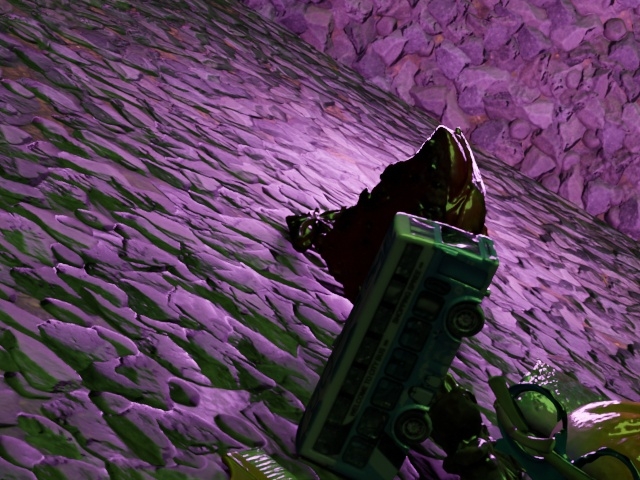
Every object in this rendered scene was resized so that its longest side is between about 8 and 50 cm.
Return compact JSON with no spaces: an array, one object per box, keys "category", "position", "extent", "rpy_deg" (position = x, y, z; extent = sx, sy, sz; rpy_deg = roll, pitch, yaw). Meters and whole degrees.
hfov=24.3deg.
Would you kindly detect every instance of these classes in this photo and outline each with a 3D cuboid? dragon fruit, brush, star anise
[{"category":"dragon fruit","position":[0.206,0.034,2.202],"extent":[0.329,0.286,0.228],"rpy_deg":[38,8,-49]},{"category":"brush","position":[-0.092,0.250,1.439],"extent":[0.103,0.013,0.272],"rpy_deg":[36,18,22]},{"category":"star anise","position":[0.000,0.000,2.283],"extent":[0.097,0.070,0.190],"rpy_deg":[-1,23,-6]},{"category":"star anise","position":[0.184,0.255,1.755],"extent":[0.262,0.081,0.230],"rpy_deg":[55,-2,-38]}]

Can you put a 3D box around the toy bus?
[{"category":"toy bus","position":[0.085,0.121,1.630],"extent":[0.131,0.297,0.106],"rpy_deg":[22,16,-5]}]

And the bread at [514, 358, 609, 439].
[{"category":"bread","position":[0.351,0.239,2.156],"extent":[0.232,0.064,0.172],"rpy_deg":[19,21,-37]}]

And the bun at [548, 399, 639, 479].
[{"category":"bun","position":[0.450,0.303,1.946],"extent":[0.299,0.165,0.299],"rpy_deg":[28,17,-9]}]

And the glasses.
[{"category":"glasses","position":[0.287,0.238,1.802],"extent":[0.239,0.102,0.207],"rpy_deg":[43,-15,33]}]

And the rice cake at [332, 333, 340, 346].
[{"category":"rice cake","position":[0.068,0.150,2.006],"extent":[0.121,0.022,0.021],"rpy_deg":[19,19,-33]}]
